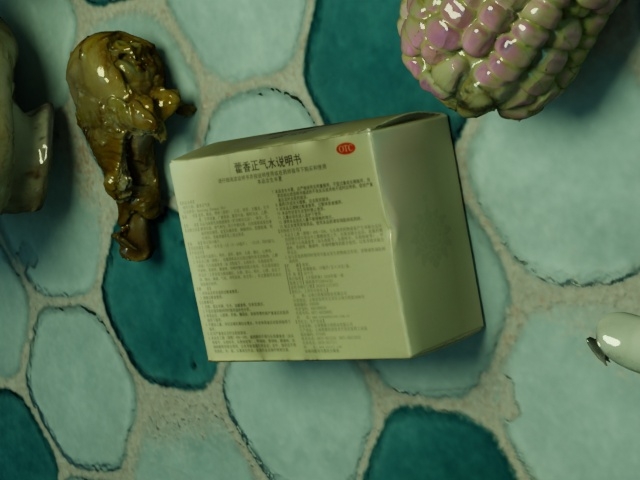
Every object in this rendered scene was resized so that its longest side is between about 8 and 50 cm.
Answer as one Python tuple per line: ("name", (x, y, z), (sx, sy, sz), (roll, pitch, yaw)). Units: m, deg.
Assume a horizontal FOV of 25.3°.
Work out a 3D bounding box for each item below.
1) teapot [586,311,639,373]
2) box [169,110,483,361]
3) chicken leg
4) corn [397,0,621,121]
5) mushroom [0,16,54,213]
("teapot", (0.339, 0.122, 0.706), (0.424, 0.252, 0.280), (27, 157, 9))
("box", (0.000, 0.000, 1.063), (0.212, 0.095, 0.168), (-5, 100, 43))
("chicken leg", (-0.157, -0.077, 1.203), (0.101, 0.085, 0.207), (8, 117, 26))
("corn", (0.158, -0.213, 0.840), (0.126, 0.127, 0.335), (49, 128, 21))
("mushroom", (-0.332, -0.099, 1.282), (0.255, 0.184, 0.254), (-175, 90, -84))
